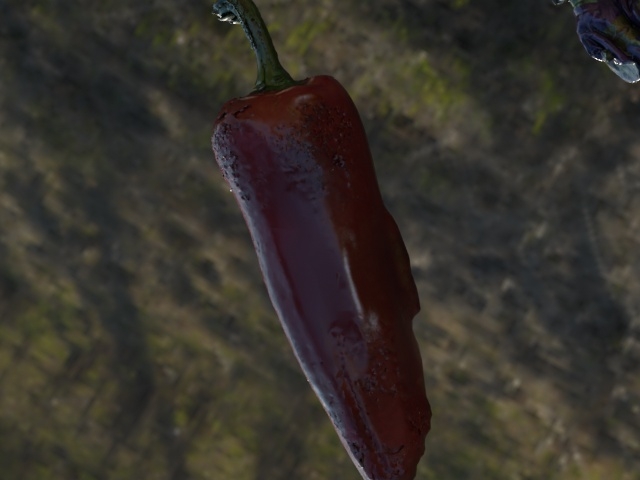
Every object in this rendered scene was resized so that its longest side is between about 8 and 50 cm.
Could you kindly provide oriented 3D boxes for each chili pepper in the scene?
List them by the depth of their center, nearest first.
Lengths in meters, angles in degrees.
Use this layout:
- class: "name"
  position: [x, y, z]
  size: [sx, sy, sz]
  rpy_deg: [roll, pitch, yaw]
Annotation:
- class: "chili pepper"
  position: [0.000, 0.000, 1.210]
  size: [0.110, 0.110, 0.387]
  rpy_deg: [-13, 96, 66]

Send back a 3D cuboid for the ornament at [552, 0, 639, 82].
- class: "ornament"
  position: [0.288, -0.191, 1.555]
  size: [0.203, 0.081, 0.088]
  rpy_deg: [46, -156, 0]
